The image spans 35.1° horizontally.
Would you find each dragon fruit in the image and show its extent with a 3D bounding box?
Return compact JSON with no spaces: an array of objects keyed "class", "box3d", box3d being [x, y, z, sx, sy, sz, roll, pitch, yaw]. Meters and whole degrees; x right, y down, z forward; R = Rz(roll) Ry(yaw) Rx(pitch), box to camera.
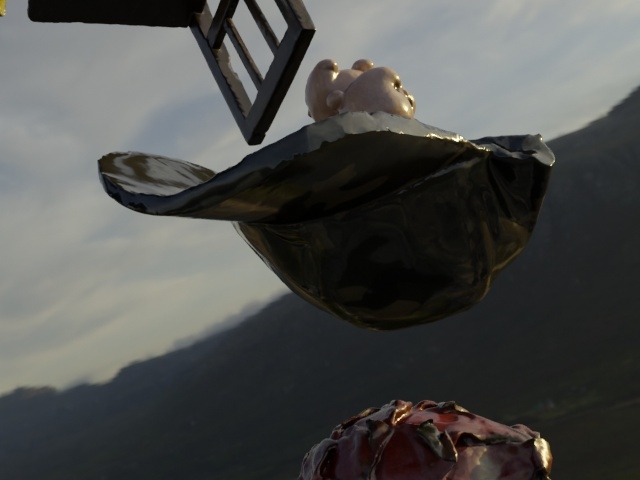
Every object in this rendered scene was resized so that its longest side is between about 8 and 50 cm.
[{"class":"dragon fruit","box3d":[0.095,0.277,0.994,0.299,0.244,0.244,-27,-7,17]}]

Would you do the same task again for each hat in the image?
[{"class":"hat","box3d":[0.000,0.000,0.924,0.366,0.257,0.382,-7,14,35]}]

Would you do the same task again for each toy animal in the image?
[{"class":"toy animal","box3d":[0.075,-0.153,1.225,0.124,0.124,0.212,-15,30,-31]}]

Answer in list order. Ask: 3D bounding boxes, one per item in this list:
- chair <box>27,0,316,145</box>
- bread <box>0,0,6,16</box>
[{"class":"chair","box3d":[-0.204,-0.315,1.131,0.240,0.416,0.203,-1,-39,-30]},{"class":"bread","box3d":[-0.325,-0.243,0.901,0.094,0.090,0.035,0,-15,-3]}]
